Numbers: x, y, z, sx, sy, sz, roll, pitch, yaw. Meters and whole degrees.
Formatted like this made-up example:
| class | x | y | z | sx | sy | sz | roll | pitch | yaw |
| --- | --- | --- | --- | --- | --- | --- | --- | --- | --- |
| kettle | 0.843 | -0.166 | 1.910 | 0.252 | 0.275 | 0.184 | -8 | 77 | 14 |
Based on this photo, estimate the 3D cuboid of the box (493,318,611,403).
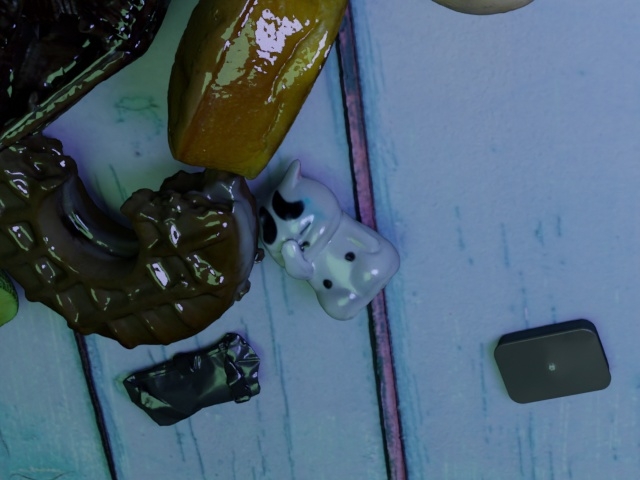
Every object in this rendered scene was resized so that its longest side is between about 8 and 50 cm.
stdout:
| class | x | y | z | sx | sy | sz | roll | pitch | yaw |
| --- | --- | --- | --- | --- | --- | --- | --- | --- | --- |
| box | 0.274 | 0.142 | 1.673 | 0.126 | 0.031 | 0.091 | -14 | 116 | 22 |

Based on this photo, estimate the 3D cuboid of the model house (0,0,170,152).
| class | x | y | z | sx | sy | sz | roll | pitch | yaw |
| --- | --- | --- | --- | --- | --- | --- | --- | --- | --- |
| model house | -0.331 | -0.230 | 1.392 | 0.317 | 0.282 | 0.297 | 7 | 85 | 16 |

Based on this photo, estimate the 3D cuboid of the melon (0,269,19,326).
| class | x | y | z | sx | sy | sz | roll | pitch | yaw |
| --- | --- | --- | --- | --- | --- | --- | --- | --- | --- |
| melon | -0.481 | 0.060 | 1.760 | 0.265 | 0.129 | 0.169 | -35 | 151 | 31 |

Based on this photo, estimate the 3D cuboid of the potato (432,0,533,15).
| class | x | y | z | sx | sy | sz | roll | pitch | yaw |
| --- | --- | --- | --- | --- | --- | --- | --- | --- | --- |
| potato | 0.163 | -0.274 | 1.406 | 0.147 | 0.112 | 0.112 | 3 | 121 | 20 |

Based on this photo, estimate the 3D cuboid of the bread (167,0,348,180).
| class | x | y | z | sx | sy | sz | roll | pitch | yaw |
| --- | --- | --- | --- | --- | --- | --- | --- | --- | --- |
| bread | -0.073 | -0.193 | 1.462 | 0.142 | 0.195 | 0.270 | 24 | 119 | -10 |

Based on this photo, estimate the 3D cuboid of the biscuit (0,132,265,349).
| class | x | y | z | sx | sy | sz | roll | pitch | yaw |
| --- | --- | --- | --- | --- | --- | --- | --- | --- | --- |
| biscuit | -0.240 | -0.004 | 1.634 | 0.366 | 0.115 | 0.268 | 18 | 131 | 17 |

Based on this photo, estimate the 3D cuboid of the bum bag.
| class | x | y | z | sx | sy | sz | roll | pitch | yaw |
| --- | --- | --- | --- | --- | --- | --- | --- | --- | --- |
| bum bag | -0.160 | 0.183 | 1.795 | 0.197 | 0.049 | 0.087 | -22 | 109 | 25 |

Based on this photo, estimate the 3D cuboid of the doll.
| class | x | y | z | sx | sy | sz | roll | pitch | yaw |
| --- | --- | --- | --- | --- | --- | --- | --- | --- | --- |
| doll | 0.005 | 0.006 | 1.612 | 0.180 | 0.107 | 0.110 | 40 | 112 | -12 |
